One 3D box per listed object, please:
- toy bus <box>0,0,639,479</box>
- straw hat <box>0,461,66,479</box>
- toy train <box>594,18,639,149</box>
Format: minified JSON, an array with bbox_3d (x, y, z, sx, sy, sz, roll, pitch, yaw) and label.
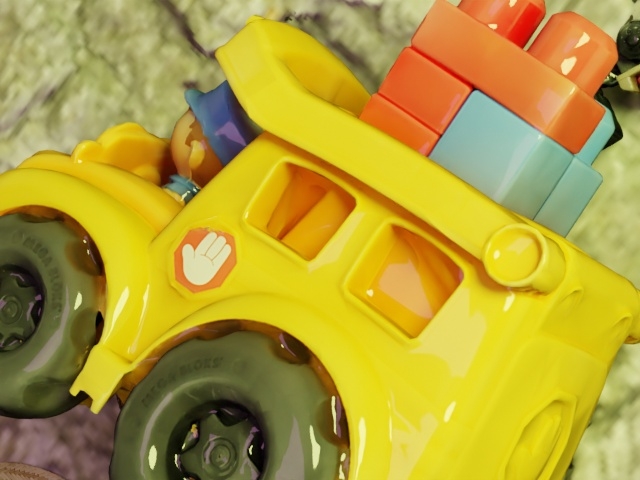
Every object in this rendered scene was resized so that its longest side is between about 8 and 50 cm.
[{"bbox_3d":[0.000,0.000,0.647,0.220,0.149,0.211,33,96,30],"label":"toy bus"},{"bbox_3d":[-0.136,0.151,0.745,0.144,0.061,0.144,-4,82,28],"label":"straw hat"},{"bbox_3d":[0.126,-0.063,0.655,0.158,0.027,0.036,-29,74,22],"label":"toy train"}]
